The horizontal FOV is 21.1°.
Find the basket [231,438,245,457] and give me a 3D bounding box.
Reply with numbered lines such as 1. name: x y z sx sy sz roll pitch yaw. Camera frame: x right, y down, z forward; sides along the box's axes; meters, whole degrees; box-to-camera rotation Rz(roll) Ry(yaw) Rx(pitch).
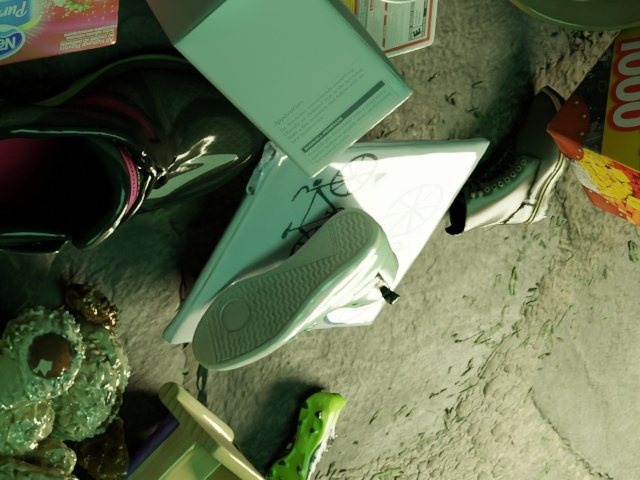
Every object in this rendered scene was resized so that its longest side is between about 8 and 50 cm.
1. basket: -0.132 0.362 2.134 0.204 0.154 0.227 -40 142 0

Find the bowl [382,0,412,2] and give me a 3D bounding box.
1. bowl: 0.078 -0.398 1.712 0.298 0.134 0.298 -36 144 -32

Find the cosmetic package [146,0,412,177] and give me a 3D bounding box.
1. cosmetic package: -0.060 -0.218 1.655 0.138 0.224 0.224 -39 131 7

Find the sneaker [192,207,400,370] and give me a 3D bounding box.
1. sneaker: -0.017 0.079 1.954 0.256 0.094 0.151 -36 152 5

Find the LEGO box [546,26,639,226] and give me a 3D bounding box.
1. LEGO box: 0.580 -0.208 2.063 0.500 0.372 0.193 -52 139 -10

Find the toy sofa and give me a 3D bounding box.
1. toy sofa: -0.252 0.330 1.975 0.362 0.177 0.150 -45 143 -2

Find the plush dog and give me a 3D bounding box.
1. plush dog: -0.297 0.168 1.842 0.225 0.210 0.262 -20 115 -51

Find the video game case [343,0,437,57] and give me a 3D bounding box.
1. video game case: 0.011 -0.271 1.856 0.285 0.025 0.204 -20 132 -28

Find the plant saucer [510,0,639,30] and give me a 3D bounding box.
1. plant saucer: 0.329 -0.346 1.954 0.277 0.041 0.278 0 144 0

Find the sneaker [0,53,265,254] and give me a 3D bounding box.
1. sneaker: -0.226 -0.063 1.665 0.482 0.202 0.185 -14 128 -45

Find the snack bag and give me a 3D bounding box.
1. snack bag: 0.000 0.000 1.988 0.342 0.037 0.323 -5 139 -40

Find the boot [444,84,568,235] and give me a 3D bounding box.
1. boot: 0.234 -0.091 2.148 0.137 0.077 0.198 -13 127 -26

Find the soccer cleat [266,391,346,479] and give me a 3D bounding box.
1. soccer cleat: -0.016 0.276 2.231 0.072 0.060 0.179 -3 123 -53

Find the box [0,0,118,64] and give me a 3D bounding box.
1. box: -0.319 -0.233 1.533 0.256 0.128 0.123 -16 129 -32
